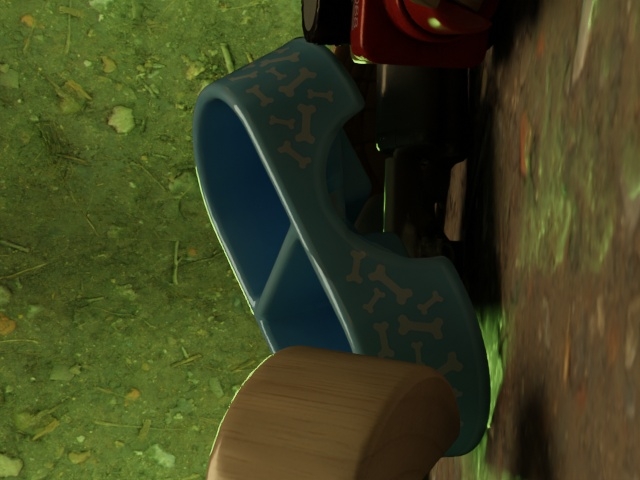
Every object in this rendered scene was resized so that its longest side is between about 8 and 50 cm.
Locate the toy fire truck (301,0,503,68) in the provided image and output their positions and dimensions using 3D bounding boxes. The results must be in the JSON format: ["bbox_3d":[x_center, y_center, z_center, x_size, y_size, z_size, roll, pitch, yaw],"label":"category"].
[{"bbox_3d":[0.053,-0.201,0.644,0.246,0.158,0.217,-142,54,-74],"label":"toy fire truck"}]

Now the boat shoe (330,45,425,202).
[{"bbox_3d":[0.052,-0.067,1.008,0.098,0.109,0.302,-91,-1,-63],"label":"boat shoe"}]

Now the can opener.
[{"bbox_3d":[0.052,-0.077,0.864,0.076,0.095,0.283,14,-107,-51],"label":"can opener"}]

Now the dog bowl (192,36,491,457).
[{"bbox_3d":[0.001,0.011,0.777,0.297,0.074,0.166,64,156,21],"label":"dog bowl"}]

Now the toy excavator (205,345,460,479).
[{"bbox_3d":[-0.020,0.335,0.603,0.445,0.222,0.433,-62,-34,-37],"label":"toy excavator"}]
